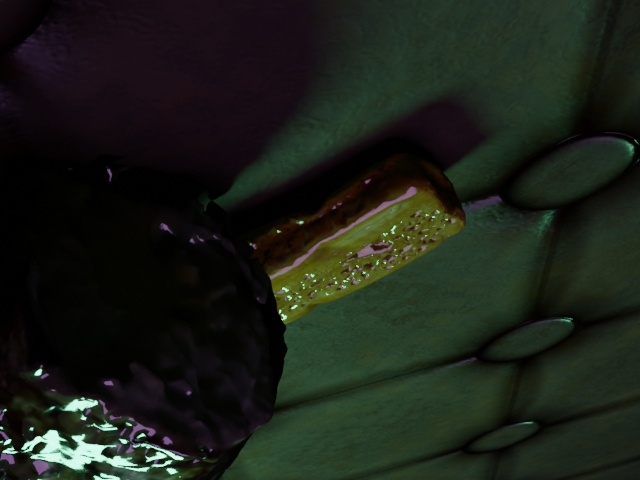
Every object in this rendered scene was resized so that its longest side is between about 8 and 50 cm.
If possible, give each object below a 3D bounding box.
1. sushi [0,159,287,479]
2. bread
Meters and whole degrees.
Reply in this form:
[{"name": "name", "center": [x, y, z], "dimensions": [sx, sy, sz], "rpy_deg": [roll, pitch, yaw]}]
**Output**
[{"name": "sushi", "center": [-0.208, 0.114, 1.012], "dimensions": [0.299, 0.281, 0.294], "rpy_deg": [17, 133, -38]}, {"name": "bread", "center": [0.000, 0.002, 1.140], "dimensions": [0.271, 0.077, 0.139], "rpy_deg": [-28, 149, 21]}]
